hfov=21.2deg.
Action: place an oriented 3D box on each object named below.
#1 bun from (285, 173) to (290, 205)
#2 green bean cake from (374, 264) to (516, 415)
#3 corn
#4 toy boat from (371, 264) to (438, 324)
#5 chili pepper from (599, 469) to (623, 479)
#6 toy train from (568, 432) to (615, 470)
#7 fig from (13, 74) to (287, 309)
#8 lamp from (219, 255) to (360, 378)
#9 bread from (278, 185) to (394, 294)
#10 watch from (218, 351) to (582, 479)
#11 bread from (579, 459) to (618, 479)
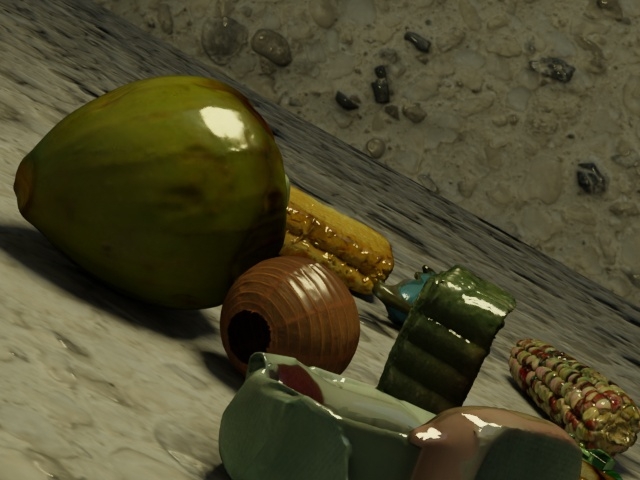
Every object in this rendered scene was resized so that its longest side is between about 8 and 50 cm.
[{"bbox_3d":[-0.137,-0.064,2.164,0.195,0.118,0.195,22,13,-5],"label":"bun"},{"bbox_3d":[0.122,0.117,1.756,0.094,0.173,0.181,27,10,7],"label":"green bean cake"},{"bbox_3d":[0.314,0.196,2.174,0.092,0.092,0.280,24,5,-24],"label":"corn"},{"bbox_3d":[0.118,0.072,2.285,0.077,0.075,0.185,32,14,9],"label":"toy boat"},{"bbox_3d":[0.251,0.255,1.736,0.224,0.061,0.098,25,23,-36],"label":"chili pepper"},{"bbox_3d":[0.280,0.244,1.892,0.083,0.053,0.033,35,12,28],"label":"toy train"},{"bbox_3d":[-0.168,-0.046,1.707,0.271,0.239,0.239,-2,16,-11],"label":"fig"},{"bbox_3d":[-0.029,0.081,1.636,0.136,0.136,0.136,27,9,-5],"label":"lamp"},{"bbox_3d":[0.000,0.000,2.313,0.211,0.083,0.114,27,15,-8],"label":"bread"},{"bbox_3d":[0.048,0.181,1.365,0.241,0.162,0.253,19,-1,38],"label":"watch"},{"bbox_3d":[0.233,0.261,1.553,0.181,0.096,0.222,30,9,-2],"label":"bread"}]
